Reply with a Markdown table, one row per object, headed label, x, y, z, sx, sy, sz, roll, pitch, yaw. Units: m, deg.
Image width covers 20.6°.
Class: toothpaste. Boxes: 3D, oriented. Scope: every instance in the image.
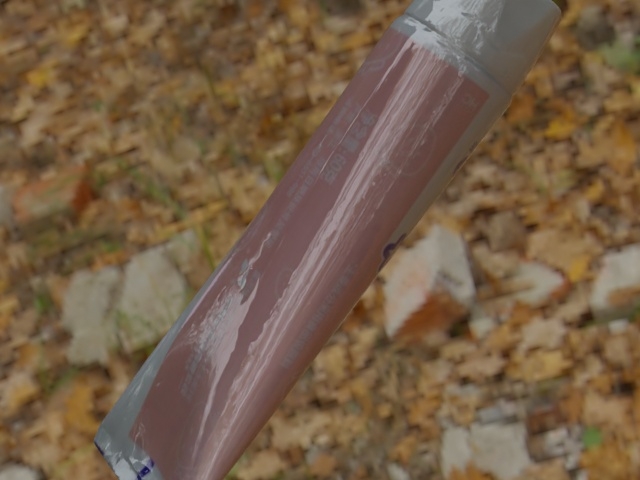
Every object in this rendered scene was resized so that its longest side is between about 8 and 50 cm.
| label | x | y | z | sx | sy | sz | roll | pitch | yaw |
| --- | --- | --- | --- | --- | --- | --- | --- | --- | --- |
| toothpaste | 0.000 | 0.000 | 0.530 | 0.194 | 0.043 | 0.067 | -53 | 36 | 3 |
